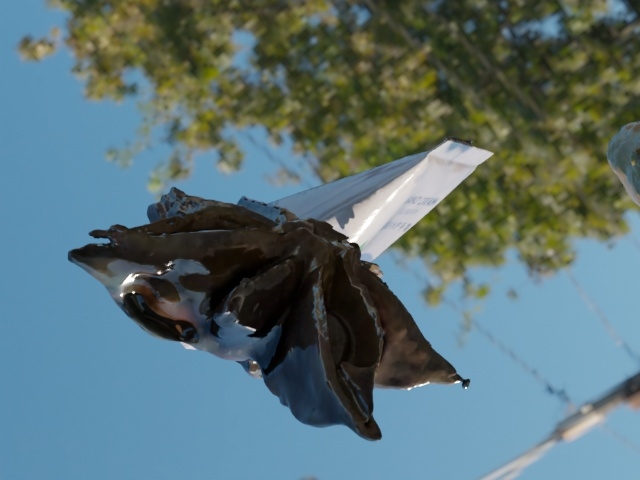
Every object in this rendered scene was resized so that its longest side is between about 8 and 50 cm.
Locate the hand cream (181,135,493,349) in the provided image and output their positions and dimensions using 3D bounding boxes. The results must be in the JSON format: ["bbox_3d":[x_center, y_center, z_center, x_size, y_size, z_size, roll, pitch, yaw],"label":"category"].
[{"bbox_3d":[0.000,0.000,0.606,0.053,0.142,0.084,64,-165,7],"label":"hand cream"}]

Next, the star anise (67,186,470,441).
[{"bbox_3d":[-0.006,0.020,0.511,0.124,0.056,0.129,30,-163,14],"label":"star anise"}]

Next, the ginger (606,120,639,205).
[{"bbox_3d":[0.224,-0.002,0.850,0.131,0.086,0.294,24,-154,0],"label":"ginger"}]
